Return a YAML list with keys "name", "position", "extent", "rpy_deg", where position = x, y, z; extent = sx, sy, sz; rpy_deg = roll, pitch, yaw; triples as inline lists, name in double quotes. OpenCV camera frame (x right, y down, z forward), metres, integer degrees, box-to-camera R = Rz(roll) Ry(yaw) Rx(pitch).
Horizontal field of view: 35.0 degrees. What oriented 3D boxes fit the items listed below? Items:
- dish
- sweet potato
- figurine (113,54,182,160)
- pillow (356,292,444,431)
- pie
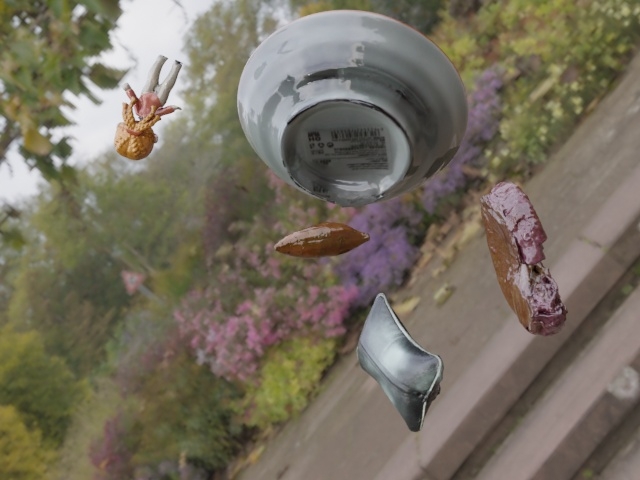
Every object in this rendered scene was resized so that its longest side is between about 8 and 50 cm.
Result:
- name: "dish"
  position: [0.030, -0.117, 1.111]
  extent: [0.260, 0.260, 0.085]
  rpy_deg: [-53, 19, 41]
- name: "sweet potato"
  position: [0.000, 0.000, 0.949]
  extent: [0.095, 0.034, 0.034]
  rpy_deg: [-4, -21, -18]
- name: "figurine"
  position: [-0.171, -0.132, 1.002]
  extent: [0.047, 0.064, 0.109]
  rpy_deg: [73, -139, -87]
- name: "pillow"
  position: [0.080, 0.126, 1.052]
  extent: [0.055, 0.136, 0.091]
  rpy_deg: [-26, -46, -17]
- name: "pie"
  position: [0.272, 0.026, 1.376]
  extent: [0.054, 0.219, 0.204]
  rpy_deg: [-20, 12, -1]
